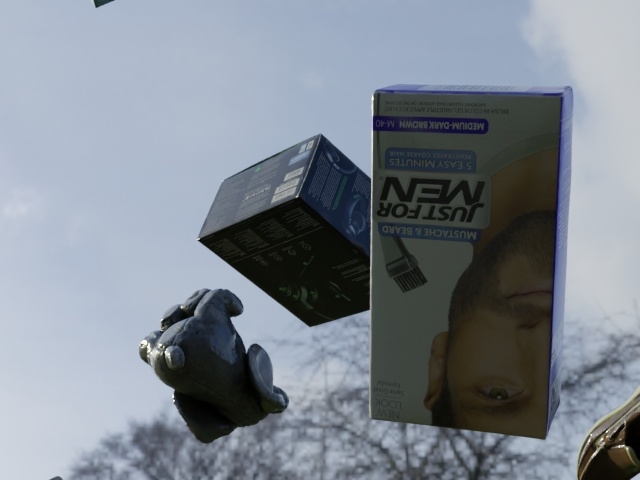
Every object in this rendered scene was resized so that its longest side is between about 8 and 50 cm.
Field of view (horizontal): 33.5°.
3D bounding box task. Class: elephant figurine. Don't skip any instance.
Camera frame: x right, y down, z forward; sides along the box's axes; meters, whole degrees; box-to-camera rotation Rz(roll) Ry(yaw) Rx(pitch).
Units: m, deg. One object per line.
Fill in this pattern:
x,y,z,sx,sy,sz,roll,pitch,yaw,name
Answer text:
-0.118,0.192,1.437,0.169,0.186,0.239,-15,-63,50,elephant figurine

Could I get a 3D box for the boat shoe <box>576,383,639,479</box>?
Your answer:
0.450,0.292,1.543,0.095,0.095,0.257,25,-58,0,boat shoe

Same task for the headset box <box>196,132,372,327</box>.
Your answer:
0.000,0.000,1.669,0.283,0.131,0.246,40,-39,-26,headset box

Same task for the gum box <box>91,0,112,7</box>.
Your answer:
-0.116,-0.273,0.784,0.157,0.041,0.184,-27,-25,-17,gum box

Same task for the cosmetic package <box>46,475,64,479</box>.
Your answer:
-0.288,0.393,1.168,0.153,0.129,0.296,-29,-30,-16,cosmetic package

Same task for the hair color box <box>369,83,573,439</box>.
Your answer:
0.150,0.016,1.070,0.185,0.338,0.110,4,14,19,hair color box
